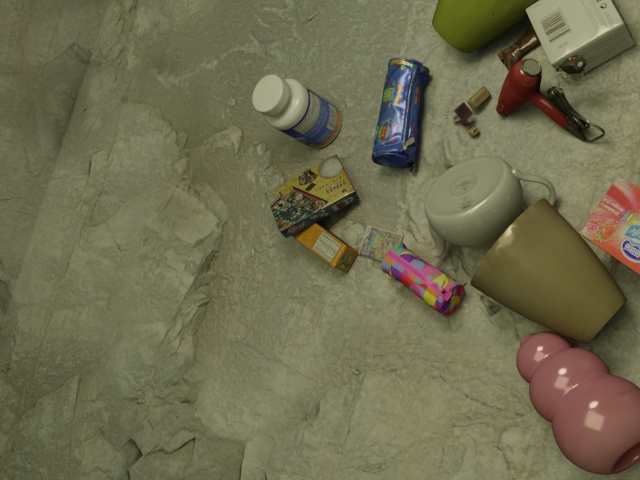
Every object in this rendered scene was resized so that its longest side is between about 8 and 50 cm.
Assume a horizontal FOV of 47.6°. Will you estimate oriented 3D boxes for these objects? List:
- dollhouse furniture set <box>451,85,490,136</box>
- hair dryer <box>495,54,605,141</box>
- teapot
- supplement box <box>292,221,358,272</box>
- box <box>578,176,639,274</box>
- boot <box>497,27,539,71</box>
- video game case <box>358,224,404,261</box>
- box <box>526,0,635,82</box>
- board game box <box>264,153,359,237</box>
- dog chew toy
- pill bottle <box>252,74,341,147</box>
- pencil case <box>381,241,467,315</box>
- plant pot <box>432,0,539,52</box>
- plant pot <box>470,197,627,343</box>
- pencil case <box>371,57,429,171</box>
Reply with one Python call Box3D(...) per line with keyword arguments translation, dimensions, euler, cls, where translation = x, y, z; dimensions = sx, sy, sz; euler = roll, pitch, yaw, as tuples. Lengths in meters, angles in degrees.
Box3D(translation=(0.407, -0.343, 1.927), dimensions=(0.114, 0.091, 0.081), euler=(-43, 11, -6), cls="dollhouse furniture set")
Box3D(translation=(0.526, -0.329, 1.742), dimensions=(0.080, 0.224, 0.293), euler=(-33, 25, -22), cls="hair dryer")
Box3D(translation=(0.393, -0.072, 1.762), dimensions=(0.252, 0.187, 0.256), euler=(-49, 30, -15), cls="teapot")
Box3D(translation=(0.000, 0.000, 2.097), dimensions=(0.233, 0.078, 0.080), euler=(39, 99, 36), cls="supplement box")
Box3D(translation=(0.699, 0.012, 1.473), dimensions=(0.154, 0.142, 0.300), euler=(-59, 33, 15), cls="box")
Box3D(translation=(0.524, -0.480, 1.861), dimensions=(0.114, 0.037, 0.106), euler=(-35, 62, 19), cls="boot")
Box3D(translation=(0.167, 0.012, 2.010), dimensions=(0.122, 0.011, 0.087), euler=(17, 89, 39), cls="video game case")
Box3D(translation=(0.622, -0.513, 1.740), dimensions=(0.182, 0.119, 0.181), euler=(-29, 62, 27), cls="box")
Box3D(translation=(-0.027, -0.129, 2.107), dimensions=(0.243, 0.042, 0.165), euler=(-28, 51, 5), cls="board game box")
Box3D(translation=(0.541, 0.325, 1.538), dimensions=(0.206, 0.206, 0.332), euler=(-51, 46, 15), cls="dog chew toy")
Box3D(translation=(-0.072, -0.381, 2.126), dimensions=(0.152, 0.272, 0.152), euler=(-11, 71, 35), cls="pill bottle")
Box3D(translation=(0.263, 0.097, 1.862), dimensions=(0.236, 0.104, 0.104), euler=(35, 100, 38), cls="pencil case")
Box3D(translation=(0.429, -0.635, 1.854), dimensions=(0.293, 0.274, 0.275), euler=(-51, 52, 36), cls="plant pot")
Box3D(translation=(0.519, 0.091, 1.600), dimensions=(0.274, 0.256, 0.256), euler=(43, 105, 21), cls="plant pot")
Box3D(translation=(0.222, -0.348, 1.993), dimensions=(0.133, 0.119, 0.306), euler=(-7, 72, 66), cls="pencil case")
